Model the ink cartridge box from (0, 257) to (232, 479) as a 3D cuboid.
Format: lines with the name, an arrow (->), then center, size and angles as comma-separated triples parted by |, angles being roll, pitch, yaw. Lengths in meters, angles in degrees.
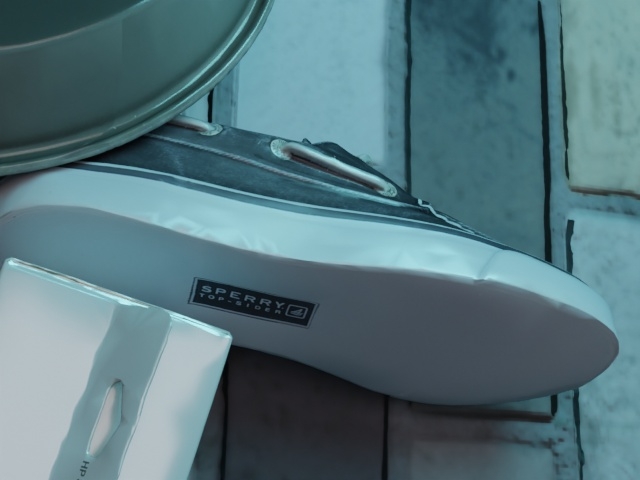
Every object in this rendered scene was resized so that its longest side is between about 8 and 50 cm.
ink cartridge box -> -0.100, 0.072, 0.400 | 0.090, 0.143, 0.092 | 20, 70, -13

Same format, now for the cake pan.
cake pan -> -0.159, -0.162, 0.447 | 0.293, 0.054, 0.293 | 4, 60, -7

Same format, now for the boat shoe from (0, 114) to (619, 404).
boat shoe -> 0.000, 0.000, 0.480 | 0.301, 0.108, 0.102 | 12, 50, -11
